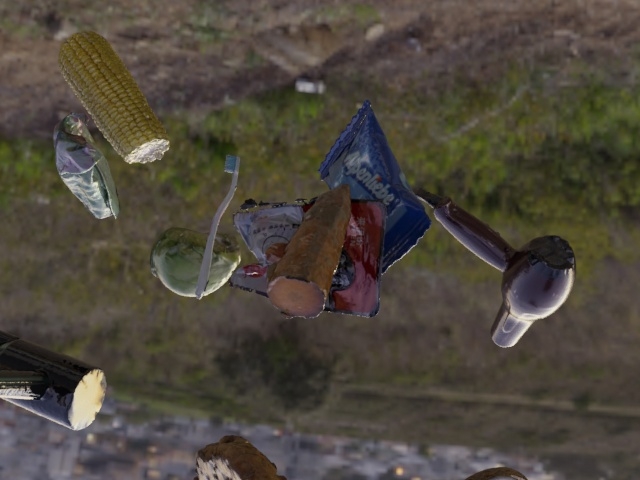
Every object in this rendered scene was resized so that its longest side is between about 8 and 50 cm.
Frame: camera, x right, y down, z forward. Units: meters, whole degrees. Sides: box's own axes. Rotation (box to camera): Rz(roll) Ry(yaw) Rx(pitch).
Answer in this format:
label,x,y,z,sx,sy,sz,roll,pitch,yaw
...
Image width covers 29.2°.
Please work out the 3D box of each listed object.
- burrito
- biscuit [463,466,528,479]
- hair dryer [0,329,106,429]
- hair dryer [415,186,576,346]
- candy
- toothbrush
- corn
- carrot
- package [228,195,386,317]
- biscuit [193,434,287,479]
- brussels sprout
label,x,y,z,sx,sy,sz,roll,pitch,yaw
burrito,-0.427,-0.135,2.215,0.089,0.144,0.229,-24,153,-6
biscuit,0.315,0.512,2.302,0.208,0.049,0.180,-9,120,-23
hair dryer,-0.534,0.223,2.054,0.244,0.116,0.302,16,176,21
hair dryer,0.298,0.032,2.293,0.340,0.123,0.312,38,148,8
candy,0.086,-0.085,2.187,0.077,0.331,0.187,14,126,-38
toothbrush,-0.124,-0.019,1.495,0.022,0.204,0.017,14,151,-6
corn,-0.330,-0.228,1.943,0.093,0.244,0.093,-32,160,-13
carrot,0.000,0.000,1.901,0.102,0.263,0.101,13,139,12
package,-0.024,0.022,2.028,0.270,0.193,0.071,2,-173,13
biscuit,-0.045,0.343,1.322,0.081,0.289,0.334,-21,-175,-21
brussels sprout,-0.259,0.041,2.507,0.183,0.131,0.145,12,120,-23
